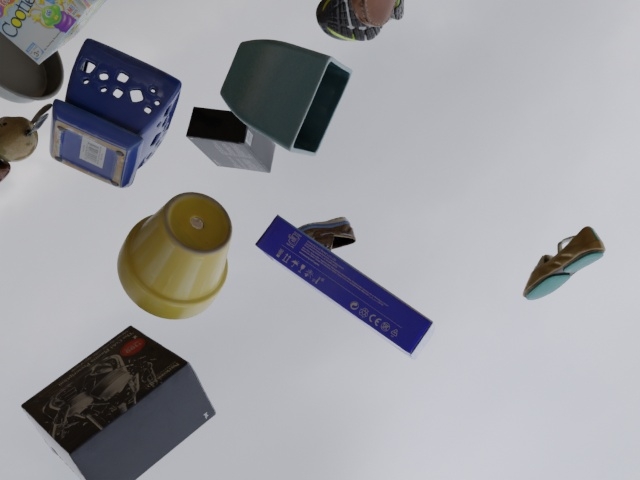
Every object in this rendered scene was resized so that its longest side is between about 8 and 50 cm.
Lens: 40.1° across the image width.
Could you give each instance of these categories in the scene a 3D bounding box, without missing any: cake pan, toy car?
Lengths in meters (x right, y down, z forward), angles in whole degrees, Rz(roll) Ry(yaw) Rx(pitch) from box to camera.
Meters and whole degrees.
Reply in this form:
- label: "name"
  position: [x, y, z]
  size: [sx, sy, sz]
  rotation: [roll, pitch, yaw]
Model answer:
- label: "cake pan"
  position: [-0.763, -0.457, 2.142]
  size: [0.054, 0.293, 0.293]
  rotation: [-30, -151, 29]
- label: "toy car"
  position: [-0.566, -0.192, 1.564]
  size: [0.188, 0.149, 0.155]
  rotation: [-29, -153, 1]

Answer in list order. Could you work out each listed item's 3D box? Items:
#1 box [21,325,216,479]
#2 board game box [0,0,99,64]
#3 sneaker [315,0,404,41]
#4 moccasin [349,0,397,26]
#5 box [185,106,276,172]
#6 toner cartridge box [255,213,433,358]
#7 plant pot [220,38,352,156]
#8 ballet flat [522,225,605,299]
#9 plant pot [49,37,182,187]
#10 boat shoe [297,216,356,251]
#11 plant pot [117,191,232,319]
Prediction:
- label: "box"
  position: [-0.493, 0.411, 2.143]
  size: [0.343, 0.179, 0.312]
  rotation: [-38, -146, -26]
- label: "board game box"
  position: [-0.514, -0.459, 1.673]
  size: [0.144, 0.142, 0.275]
  rotation: [-43, -163, 15]
- label: "sneaker"
  position: [0.059, -0.432, 1.659]
  size: [0.121, 0.111, 0.300]
  rotation: [-5, -163, 29]
- label: "moccasin"
  position: [0.157, -0.509, 1.379]
  size: [0.147, 0.139, 0.380]
  rotation: [40, -63, 24]
- label: "box"
  position: [-0.262, -0.297, 2.617]
  size: [0.184, 0.261, 0.103]
  rotation: [7, -103, 15]
- label: "toner cartridge box"
  position: [0.050, 0.090, 1.637]
  size: [0.075, 0.347, 0.165]
  rotation: [-55, 167, -3]
- label: "plant pot"
  position: [-0.103, -0.380, 2.220]
  size: [0.248, 0.252, 0.247]
  rotation: [-66, 168, 8]
- label: "ballet flat"
  position: [0.503, 0.047, 1.837]
  size: [0.232, 0.080, 0.073]
  rotation: [-44, -131, 46]
- label: "plant pot"
  position: [-0.468, -0.265, 1.945]
  size: [0.236, 0.236, 0.212]
  rotation: [-55, -168, 58]
- label: "boat shoe"
  position: [0.000, 0.000, 1.890]
  size: [0.183, 0.066, 0.066]
  rotation: [-20, -120, -29]
- label: "plant pot"
  position: [-0.315, 0.018, 2.013]
  size: [0.239, 0.254, 0.254]
  rotation: [-51, -169, 49]
